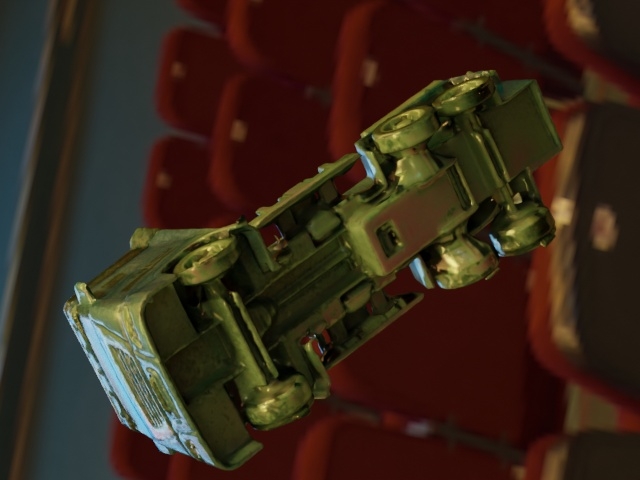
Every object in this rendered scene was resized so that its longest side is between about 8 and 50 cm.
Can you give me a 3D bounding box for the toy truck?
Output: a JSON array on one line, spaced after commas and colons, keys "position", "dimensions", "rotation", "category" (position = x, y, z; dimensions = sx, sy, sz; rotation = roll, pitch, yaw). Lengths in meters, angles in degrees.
[{"position": [0.000, 0.000, 0.648], "dimensions": [0.081, 0.175, 0.067], "rotation": [3, 124, 55], "category": "toy truck"}]
